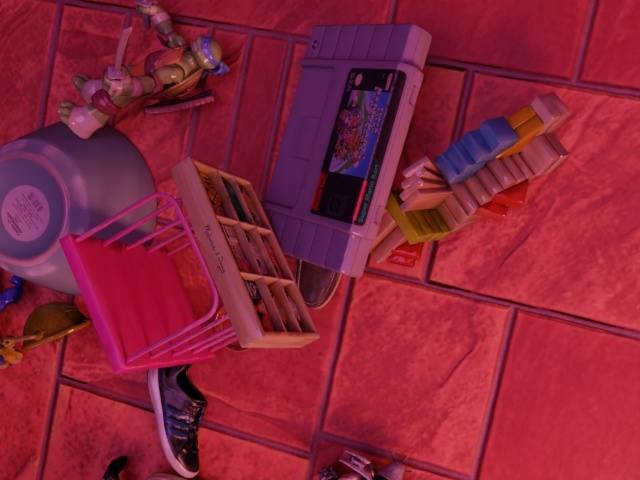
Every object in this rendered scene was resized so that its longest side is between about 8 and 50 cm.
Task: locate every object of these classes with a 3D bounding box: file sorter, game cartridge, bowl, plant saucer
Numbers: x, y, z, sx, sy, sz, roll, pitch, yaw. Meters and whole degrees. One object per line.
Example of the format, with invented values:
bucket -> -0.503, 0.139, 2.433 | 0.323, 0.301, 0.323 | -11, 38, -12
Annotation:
file sorter -> -0.195, 0.058, 1.156 | 0.182, 0.291, 0.202 | -28, 78, 12
game cartridge -> 0.024, -0.141, 1.137 | 0.230, 0.068, 0.354 | 17, 91, 54
bowl -> -0.448, -0.055, 1.297 | 0.312, 0.163, 0.311 | 1, 92, 16
plant saucer -> -0.135, 0.142, 1.293 | 0.084, 0.013, 0.083 | 1, 93, 15

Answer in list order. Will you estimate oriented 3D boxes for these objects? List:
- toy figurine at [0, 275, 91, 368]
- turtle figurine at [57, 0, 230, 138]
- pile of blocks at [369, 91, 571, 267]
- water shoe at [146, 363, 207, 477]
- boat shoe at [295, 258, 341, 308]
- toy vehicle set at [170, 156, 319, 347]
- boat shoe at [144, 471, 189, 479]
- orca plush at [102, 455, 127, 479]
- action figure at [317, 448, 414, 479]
toy figurine -> -0.601, 0.114, 1.341 | 0.363, 0.191, 0.217 | -22, 80, 17
turtle figurine -> -0.308, -0.293, 1.217 | 0.266, 0.275, 0.197 | -25, 70, 24
pile of blocks -> 0.205, -0.067, 1.106 | 0.362, 0.149, 0.112 | -36, 70, 14
water shoe -> -0.226, 0.292, 1.296 | 0.080, 0.073, 0.203 | -18, 89, 12
boat shoe -> 0.001, 0.000, 1.216 | 0.080, 0.073, 0.223 | 18, 96, 15
toy vehicle set -> -0.102, 0.021, 1.076 | 0.035, 0.166, 0.266 | -31, 72, 19
boat shoe -> -0.180, 0.521, 1.255 | 0.342, 0.123, 0.123 | 44, 121, 7
orca plush -> -0.350, 0.521, 1.354 | 0.151, 0.102, 0.287 | -4, 78, 60
action figure -> 0.052, 0.443, 1.216 | 0.185, 0.099, 0.285 | 37, 98, 19
